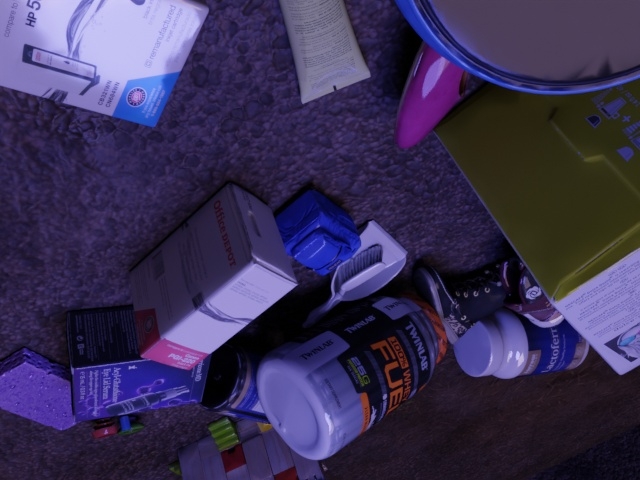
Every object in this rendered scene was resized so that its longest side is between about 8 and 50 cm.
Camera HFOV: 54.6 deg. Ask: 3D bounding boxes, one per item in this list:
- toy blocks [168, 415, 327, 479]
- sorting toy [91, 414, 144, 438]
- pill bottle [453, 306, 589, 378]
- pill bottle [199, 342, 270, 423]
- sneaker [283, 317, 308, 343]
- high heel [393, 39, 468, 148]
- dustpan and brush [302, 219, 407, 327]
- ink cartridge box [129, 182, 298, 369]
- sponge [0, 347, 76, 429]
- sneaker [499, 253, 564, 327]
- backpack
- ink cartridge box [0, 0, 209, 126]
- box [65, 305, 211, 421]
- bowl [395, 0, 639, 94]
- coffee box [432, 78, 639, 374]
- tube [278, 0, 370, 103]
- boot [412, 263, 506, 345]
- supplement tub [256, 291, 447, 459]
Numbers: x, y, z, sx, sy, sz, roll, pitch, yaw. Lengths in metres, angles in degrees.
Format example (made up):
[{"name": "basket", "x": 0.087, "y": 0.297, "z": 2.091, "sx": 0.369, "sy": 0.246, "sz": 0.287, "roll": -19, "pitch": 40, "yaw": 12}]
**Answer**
[{"name": "toy blocks", "x": -0.131, "y": 0.517, "z": 1.313, "sx": 0.382, "sy": 0.260, "sz": 0.190, "roll": -24, "pitch": 141, "yaw": 1}, {"name": "sorting toy", "x": -0.382, "y": 0.344, "z": 1.174, "sx": 0.061, "sy": 0.042, "sz": 0.102, "roll": -32, "pitch": 155, "yaw": 35}, {"name": "pill bottle", "x": 0.430, "y": 0.216, "z": 1.337, "sx": 0.265, "sy": 0.153, "sz": 0.153, "roll": -2, "pitch": 136, "yaw": -25}, {"name": "pill bottle", "x": -0.118, "y": 0.273, "z": 1.152, "sx": 0.123, "sy": 0.122, "sz": 0.219, "roll": -39, "pitch": 139, "yaw": 18}, {"name": "sneaker", "x": -0.023, "y": 0.210, "z": 1.182, "sx": 0.051, "sy": 0.089, "sz": 0.170, "roll": -8, "pitch": 108, "yaw": 18}, {"name": "high heel", "x": 0.224, "y": -0.234, "z": 0.693, "sx": 0.181, "sy": 0.127, "sz": 0.377, "roll": 30, "pitch": 126, "yaw": 4}, {"name": "dustpan and brush", "x": 0.046, "y": 0.073, "z": 1.056, "sx": 0.211, "sy": 0.060, "sz": 0.147, "roll": -36, "pitch": 140, "yaw": 14}, {"name": "ink cartridge box", "x": -0.153, "y": 0.050, "z": 0.854, "sx": 0.218, "sy": 0.158, "sz": 0.092, "roll": -40, "pitch": 137, "yaw": 20}, {"name": "sponge", "x": -0.459, "y": 0.253, "z": 1.033, "sx": 0.117, "sy": 0.031, "sz": 0.210, "roll": -30, "pitch": 141, "yaw": 8}, {"name": "sneaker", "x": 0.425, "y": 0.022, "z": 1.120, "sx": 0.163, "sy": 0.106, "sz": 0.281, "roll": 19, "pitch": 102, "yaw": -30}, {"name": "backpack", "x": 0.000, "y": 0.000, "z": 0.923, "sx": 0.098, "sy": 0.101, "sz": 0.120, "roll": -34, "pitch": 144, "yaw": 23}, {"name": "ink cartridge box", "x": -0.232, "y": -0.209, "z": 0.580, "sx": 0.203, "sy": 0.085, "sz": 0.148, "roll": 10, "pitch": 131, "yaw": -35}, {"name": "box", "x": -0.288, "y": 0.188, "z": 0.984, "sx": 0.207, "sy": 0.108, "sz": 0.153, "roll": -4, "pitch": 136, "yaw": -22}, {"name": "bowl", "x": 0.238, "y": -0.307, "z": 0.537, "sx": 0.392, "sy": 0.077, "sz": 0.391, "roll": 0, "pitch": 129, "yaw": 0}, {"name": "coffee box", "x": 0.423, "y": -0.080, "z": 0.852, "sx": 0.338, "sy": 0.337, "sz": 0.334, "roll": -37, "pitch": 138, "yaw": 17}, {"name": "tube", "x": -0.008, "y": -0.248, "z": 0.677, "sx": 0.070, "sy": 0.062, "sz": 0.240, "roll": 14, "pitch": 154, "yaw": 23}, {"name": "boot", "x": 0.282, "y": 0.088, "z": 1.182, "sx": 0.179, "sy": 0.085, "sz": 0.236, "roll": -32, "pitch": 136, "yaw": -1}, {"name": "supplement tub", "x": 0.063, "y": 0.217, "z": 1.073, "sx": 0.316, "sy": 0.193, "sz": 0.193, "roll": -25, "pitch": 147, "yaw": -37}]
